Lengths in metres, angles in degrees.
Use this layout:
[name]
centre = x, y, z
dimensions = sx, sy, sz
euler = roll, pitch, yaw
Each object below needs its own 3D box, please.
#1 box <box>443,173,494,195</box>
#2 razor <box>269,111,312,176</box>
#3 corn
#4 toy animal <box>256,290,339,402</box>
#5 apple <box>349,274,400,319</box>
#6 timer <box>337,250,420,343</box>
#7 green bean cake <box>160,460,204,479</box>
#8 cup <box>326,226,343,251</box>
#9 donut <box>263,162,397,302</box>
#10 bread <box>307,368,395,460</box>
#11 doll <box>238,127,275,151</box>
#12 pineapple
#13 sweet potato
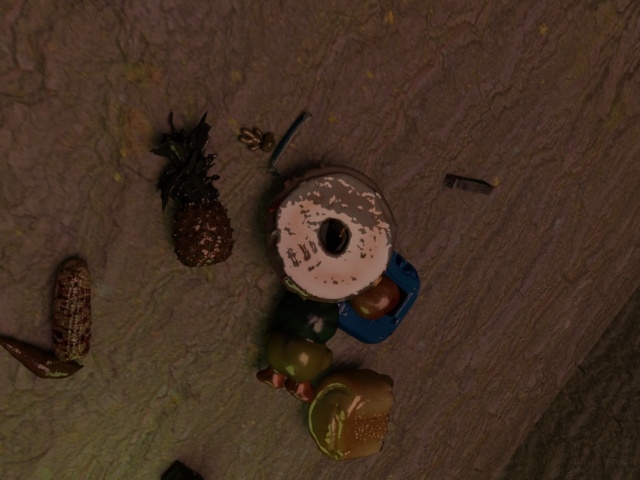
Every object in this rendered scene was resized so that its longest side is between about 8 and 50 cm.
[box]
centre = 0.513, -0.190, 1.857
dimensions = 0.207, 0.050, 0.041
euler = 4, 113, -36
[razor]
centre = -0.083, -0.259, 1.425
dimensions = 0.191, 0.037, 0.068
euler = -60, 172, 0
[corn]
centre = -0.579, 0.164, 1.257
dimensions = 0.086, 0.086, 0.253
euler = -3, 112, -34
[toy animal]
centre = -0.061, 0.294, 1.582
dimensions = 0.191, 0.216, 0.338
euler = -9, 119, -81
[apple]
centre = 0.151, 0.161, 1.584
dimensions = 0.146, 0.146, 0.131
euler = -38, 89, -14
[timer]
centre = 0.169, 0.172, 1.757
dimensions = 0.340, 0.115, 0.309
euler = 37, 86, -39
[green bean cake]
centre = -0.388, 0.782, 1.628
dimensions = 0.094, 0.173, 0.181
euler = -43, 131, -12
[cup]
centre = 0.001, 0.002, 1.598
dimensions = 0.099, 0.102, 0.074
euler = -49, 168, -7
[donut]
centre = 0.020, -0.016, 1.481
dimensions = 0.383, 0.142, 0.382
euler = -1, 93, -17
[bread]
centre = 0.088, 0.585, 1.847
dimensions = 0.270, 0.211, 0.315
euler = 3, 102, -27
[doll]
centre = -0.161, -0.255, 1.380
dimensions = 0.093, 0.051, 0.061
euler = 18, 103, -9
[pineapple]
centre = -0.308, -0.119, 1.282
dimensions = 0.166, 0.165, 0.364
euler = -19, 113, -26
[sweet potato]
centre = -0.666, 0.285, 1.268
dimensions = 0.226, 0.068, 0.068
euler = 36, 89, -38
